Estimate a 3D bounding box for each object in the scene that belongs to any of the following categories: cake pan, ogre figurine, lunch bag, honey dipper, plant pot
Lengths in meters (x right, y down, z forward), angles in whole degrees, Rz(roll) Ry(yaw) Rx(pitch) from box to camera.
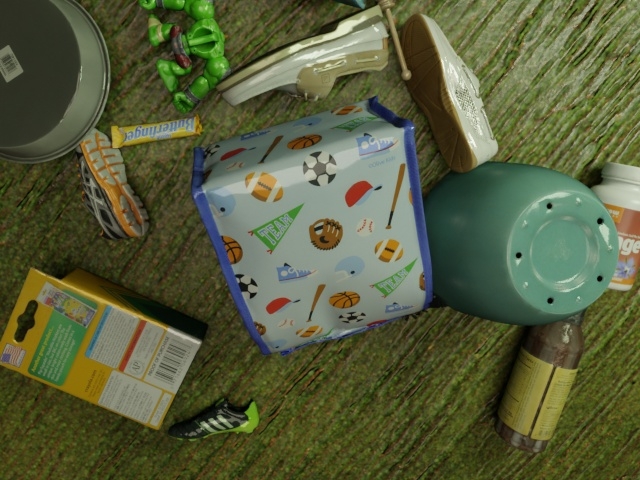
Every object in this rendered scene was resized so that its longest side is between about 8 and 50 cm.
[{"bbox_3d":[-0.489,-0.274,0.848,0.293,0.054,0.294,0,92,7],"label":"cake pan"},{"bbox_3d":[-0.215,-0.320,0.866,0.118,0.097,0.197,-9,92,11],"label":"ogre figurine"},{"bbox_3d":[0.000,0.000,0.873,0.327,0.239,0.386,-17,120,-1],"label":"lunch bag"},{"bbox_3d":[0.124,-0.352,0.896,0.030,0.030,0.161,-16,96,1],"label":"honey dipper"},{"bbox_3d":[0.332,0.008,0.870,0.292,0.235,0.293,-1,95,-9],"label":"plant pot"}]

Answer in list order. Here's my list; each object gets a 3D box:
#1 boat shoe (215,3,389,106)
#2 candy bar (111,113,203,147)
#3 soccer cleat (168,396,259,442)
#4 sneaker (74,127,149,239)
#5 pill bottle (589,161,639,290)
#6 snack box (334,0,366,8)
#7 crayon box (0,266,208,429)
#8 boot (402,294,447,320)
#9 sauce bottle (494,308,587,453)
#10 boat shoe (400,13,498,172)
[{"bbox_3d":[-0.018,-0.279,0.860,0.302,0.113,0.103,-27,115,-8],"label":"boat shoe"},{"bbox_3d":[-0.287,-0.193,0.926,0.161,0.018,0.040,-9,84,-1],"label":"candy bar"},{"bbox_3d":[-0.212,0.353,1.045,0.178,0.060,0.072,-5,94,-8],"label":"soccer cleat"},{"bbox_3d":[-0.385,-0.096,0.919,0.083,0.084,0.215,-18,98,20],"label":"sneaker"},{"bbox_3d":[0.532,-0.027,0.955,0.121,0.121,0.216,11,102,-5],"label":"pill bottle"},{"bbox_3d":[0.032,-0.548,0.809,0.187,0.060,0.322,22,102,15],"label":"snack box"},{"bbox_3d":[-0.402,0.191,0.981,0.322,0.083,0.203,26,101,-9],"label":"crayon box"},{"bbox_3d":[0.185,0.088,1.008,0.099,0.045,0.121,-14,102,6],"label":"boot"},{"bbox_3d":[0.441,0.236,1.018,0.111,0.111,0.345,15,102,-6],"label":"sauce bottle"},{"bbox_3d":[0.226,-0.259,0.909,0.096,0.098,0.277,-25,96,-23],"label":"boat shoe"}]
